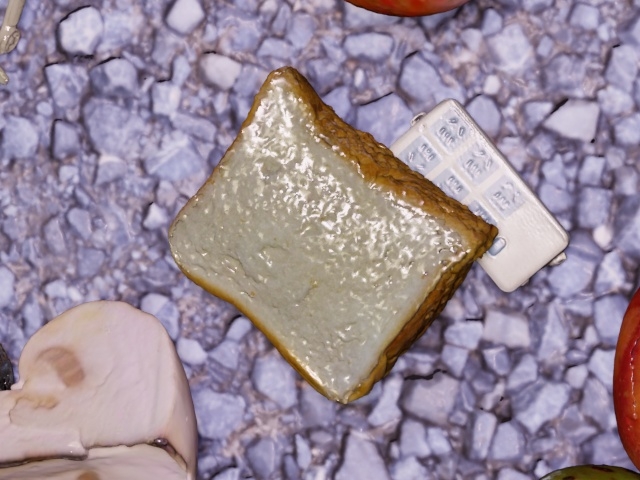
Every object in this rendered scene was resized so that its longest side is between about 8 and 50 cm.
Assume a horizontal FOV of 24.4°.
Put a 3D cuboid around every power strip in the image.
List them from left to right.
[{"bbox_3d":[0.146,-0.042,1.359,0.081,0.035,0.192,-40,84,13],"label":"power strip"}]

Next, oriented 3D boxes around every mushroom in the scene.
[{"bbox_3d":[-0.205,0.173,1.424,0.236,0.162,0.173,-9,48,20],"label":"mushroom"}]

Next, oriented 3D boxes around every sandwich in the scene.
[{"bbox_3d":[0.000,0.000,1.357,0.251,0.087,0.226,41,114,10],"label":"sandwich"}]

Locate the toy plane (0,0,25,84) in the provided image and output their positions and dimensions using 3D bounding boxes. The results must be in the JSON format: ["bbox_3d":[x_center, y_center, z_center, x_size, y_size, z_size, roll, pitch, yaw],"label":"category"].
[{"bbox_3d":[-0.271,-0.293,1.414,0.092,0.108,0.286,27,112,9],"label":"toy plane"}]

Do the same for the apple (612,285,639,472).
[{"bbox_3d":[0.376,0.107,1.231,0.251,0.206,0.272,35,98,20],"label":"apple"}]

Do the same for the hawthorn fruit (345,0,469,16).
[{"bbox_3d":[0.096,-0.335,1.248,0.284,0.284,0.284,1,94,13],"label":"hawthorn fruit"}]

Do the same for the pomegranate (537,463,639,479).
[{"bbox_3d":[0.248,0.307,1.259,0.211,0.263,0.211,-9,117,-18],"label":"pomegranate"}]

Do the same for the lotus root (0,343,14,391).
[{"bbox_3d":[-0.349,0.148,1.471,0.088,0.088,0.165,5,85,13],"label":"lotus root"}]
